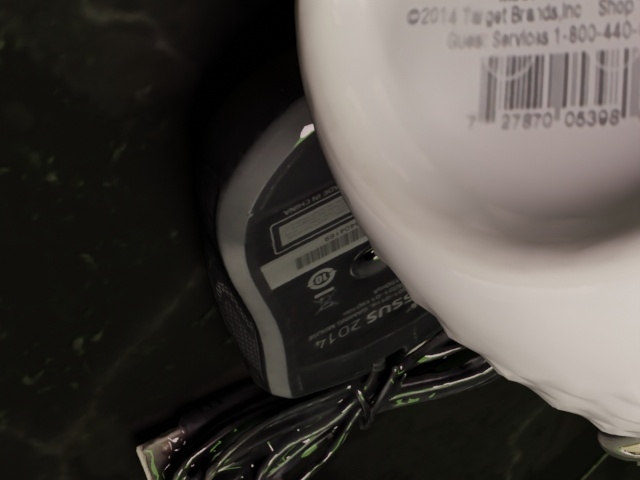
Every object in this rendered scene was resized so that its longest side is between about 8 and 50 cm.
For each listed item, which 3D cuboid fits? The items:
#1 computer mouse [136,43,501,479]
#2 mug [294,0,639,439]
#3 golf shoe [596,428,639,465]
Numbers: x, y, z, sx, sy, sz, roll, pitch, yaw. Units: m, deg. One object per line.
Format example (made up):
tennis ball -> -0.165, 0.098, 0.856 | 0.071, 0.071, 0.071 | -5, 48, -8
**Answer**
computer mouse -> 0.000, 0.000, 0.795 | 0.188, 0.072, 0.272 | -23, 148, -15
mug -> 0.191, -0.049, 0.577 | 0.328, 0.374, 0.276 | 6, 99, -53
golf shoe -> 0.220, 0.038, 0.950 | 0.198, 0.077, 0.094 | -26, 136, -11
